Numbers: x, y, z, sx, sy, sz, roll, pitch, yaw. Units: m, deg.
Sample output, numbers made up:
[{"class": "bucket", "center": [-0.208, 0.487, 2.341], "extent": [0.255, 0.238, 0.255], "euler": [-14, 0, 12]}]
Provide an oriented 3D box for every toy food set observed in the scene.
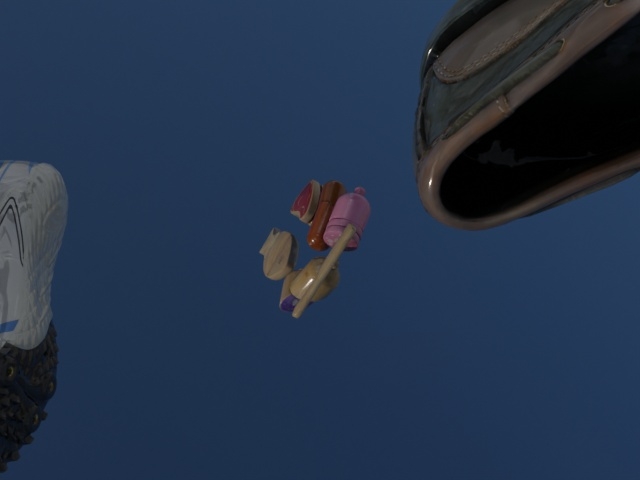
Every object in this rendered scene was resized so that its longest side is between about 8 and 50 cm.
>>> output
[{"class": "toy food set", "center": [0.000, 0.000, 0.663], "extent": [0.019, 0.078, 0.122], "euler": [29, -167, -17]}]

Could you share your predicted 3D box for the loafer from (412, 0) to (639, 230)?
[{"class": "loafer", "center": [0.141, -0.071, 0.339], "extent": [0.096, 0.267, 0.084], "euler": [50, -146, -20]}]

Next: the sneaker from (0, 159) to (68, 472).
[{"class": "sneaker", "center": [-0.231, 0.052, 0.852], "extent": [0.086, 0.085, 0.237], "euler": [-6, -119, 15]}]
